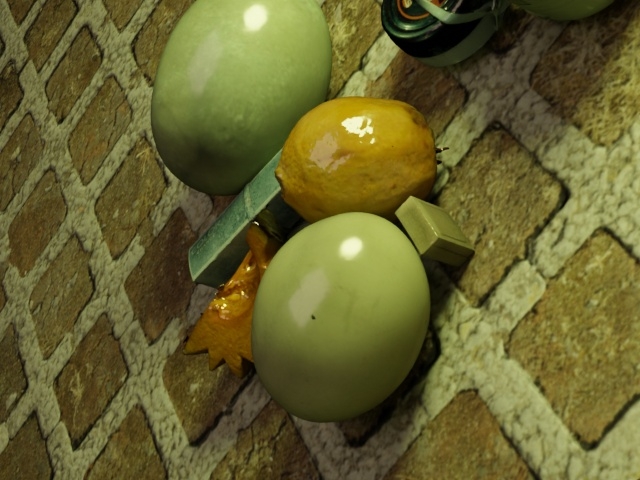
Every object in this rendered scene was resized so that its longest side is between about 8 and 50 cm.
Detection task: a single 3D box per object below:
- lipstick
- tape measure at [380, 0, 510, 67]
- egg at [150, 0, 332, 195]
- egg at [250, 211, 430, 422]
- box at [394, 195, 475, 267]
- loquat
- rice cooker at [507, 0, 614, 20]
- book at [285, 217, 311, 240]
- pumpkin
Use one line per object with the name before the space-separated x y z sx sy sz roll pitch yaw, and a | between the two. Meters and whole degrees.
lipstick | -0.094 -0.034 1.671 0.290 0.076 0.077 -43 43 32
tape measure | 0.172 -0.330 1.534 0.181 0.107 0.182 -34 48 30
egg | -0.120 -0.238 1.699 0.258 0.258 0.352 34 105 51
egg | 0.024 0.096 1.393 0.219 0.219 0.269 35 97 51
box | 0.145 -0.011 1.415 0.035 0.083 0.079 -48 49 22
loquat | 0.055 -0.105 1.483 0.234 0.176 0.187 -10 64 -1
rice cooker | 0.257 -0.389 1.346 0.226 0.244 0.226 -14 73 51
book | 0.000 0.000 1.624 0.202 0.027 0.264 -15 60 45
pumpkin | -0.075 0.077 1.591 0.130 0.149 0.254 34 119 9
